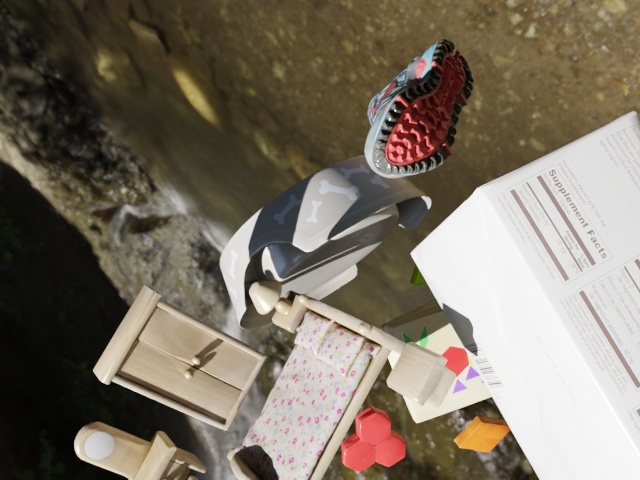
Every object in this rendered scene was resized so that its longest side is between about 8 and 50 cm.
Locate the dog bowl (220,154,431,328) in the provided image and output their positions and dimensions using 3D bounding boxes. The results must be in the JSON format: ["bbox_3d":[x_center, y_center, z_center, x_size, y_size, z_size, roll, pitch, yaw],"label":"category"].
[{"bbox_3d":[0.000,0.000,1.044,0.102,0.349,0.349,56,165,13],"label":"dog bowl"}]

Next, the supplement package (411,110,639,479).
[{"bbox_3d":[0.221,0.069,0.555,0.262,0.145,0.204,62,168,9],"label":"supplement package"}]

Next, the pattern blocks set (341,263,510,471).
[{"bbox_3d":[0.169,0.135,0.823,0.026,0.325,0.285,-131,33,-71],"label":"pattern blocks set"}]

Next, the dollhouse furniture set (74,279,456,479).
[{"bbox_3d":[-0.096,0.176,0.668,0.174,0.303,0.355,33,171,-28],"label":"dollhouse furniture set"}]

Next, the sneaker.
[{"bbox_3d":[0.116,-0.157,0.898,0.125,0.262,0.104,-24,113,45],"label":"sneaker"}]
